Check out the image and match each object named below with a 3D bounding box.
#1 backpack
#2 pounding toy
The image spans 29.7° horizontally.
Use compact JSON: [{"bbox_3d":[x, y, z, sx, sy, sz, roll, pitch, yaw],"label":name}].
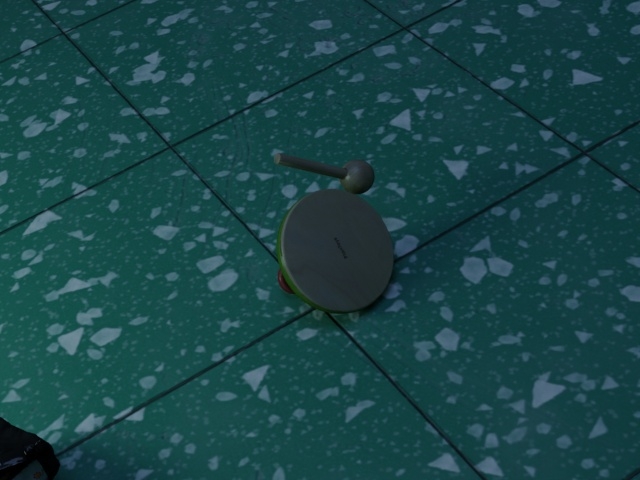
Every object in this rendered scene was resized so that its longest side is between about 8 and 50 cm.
[{"bbox_3d":[-0.433,0.325,1.547,0.152,0.115,0.182,10,47,40],"label":"backpack"},{"bbox_3d":[0.000,0.000,1.780,0.183,0.110,0.237,2,75,-27],"label":"pounding toy"}]
